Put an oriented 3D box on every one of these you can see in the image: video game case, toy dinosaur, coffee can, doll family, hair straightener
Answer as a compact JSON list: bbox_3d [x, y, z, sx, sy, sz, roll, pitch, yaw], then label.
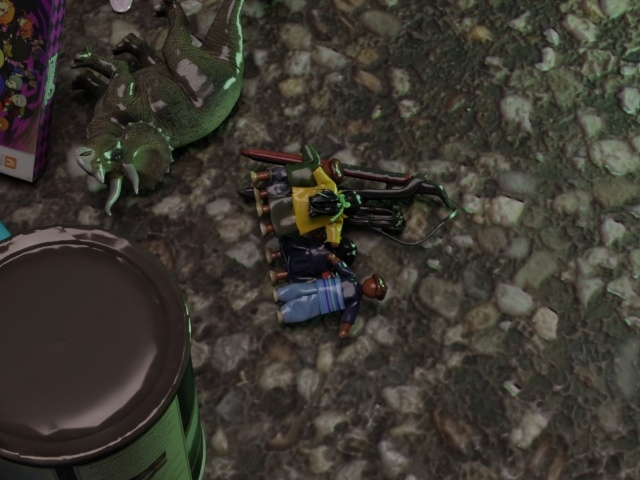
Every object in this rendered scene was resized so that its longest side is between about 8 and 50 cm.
[{"bbox_3d":[-0.367,-0.194,1.390,0.210,0.232,0.042,17,28,6],"label":"video game case"},{"bbox_3d":[-0.162,-0.154,1.446,0.160,0.121,0.313,49,59,3],"label":"toy dinosaur"},{"bbox_3d":[-0.204,0.139,1.178,0.201,0.275,0.202,1,62,-2],"label":"coffee can"},{"bbox_3d":[0.000,0.000,1.360,0.111,0.076,0.193,-11,94,-2],"label":"doll family"},{"bbox_3d":[0.027,-0.036,1.418,0.230,0.047,0.089,8,88,-3],"label":"hair straightener"}]

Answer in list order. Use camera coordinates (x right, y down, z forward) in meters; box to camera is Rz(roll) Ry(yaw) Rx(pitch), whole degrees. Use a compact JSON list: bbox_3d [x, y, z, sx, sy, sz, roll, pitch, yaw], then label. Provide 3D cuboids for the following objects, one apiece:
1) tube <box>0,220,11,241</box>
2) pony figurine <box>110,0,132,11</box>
[{"bbox_3d":[-0.312,0.038,1.363,0.080,0.052,0.207,-35,74,-8],"label":"tube"},{"bbox_3d":[-0.351,-0.421,1.468,0.302,0.351,0.363,-19,43,-21],"label":"pony figurine"}]
